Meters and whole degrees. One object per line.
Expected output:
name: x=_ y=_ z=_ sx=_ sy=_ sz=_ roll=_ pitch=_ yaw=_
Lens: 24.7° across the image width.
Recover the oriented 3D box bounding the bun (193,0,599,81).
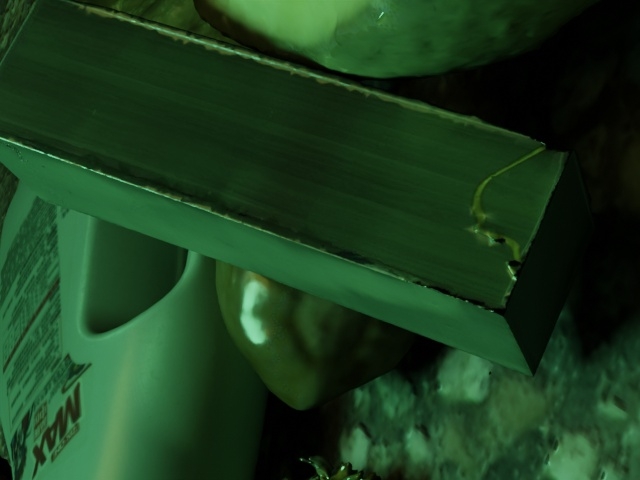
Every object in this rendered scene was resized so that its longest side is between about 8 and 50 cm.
bun: x=0.055 y=-0.248 z=0.660 sx=0.364 sy=0.202 sz=0.364 roll=23 pitch=116 yaw=59

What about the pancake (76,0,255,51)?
pancake: x=-0.078 y=-0.137 z=0.879 sx=0.241 sy=0.050 sz=0.242 roll=-16 pitch=34 yaw=11

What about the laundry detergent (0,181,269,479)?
laundry detergent: x=-0.106 y=0.084 z=0.859 sx=0.264 sy=0.124 sz=0.398 roll=-49 pitch=33 yaw=32

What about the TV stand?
TV stand: x=-0.018 y=-0.029 z=0.659 sx=0.269 sy=0.088 sz=0.083 roll=20 pitch=74 yaw=23

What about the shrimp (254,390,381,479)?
shrimp: x=-0.009 y=0.119 z=0.796 sx=0.178 sy=0.034 sz=0.124 roll=134 pitch=144 yaw=-54

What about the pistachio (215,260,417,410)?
pistachio: x=0.000 y=0.000 z=0.763 sx=0.126 sy=0.108 sz=0.186 roll=107 pitch=167 yaw=-53

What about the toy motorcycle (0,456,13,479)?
toy motorcycle: x=-0.316 y=0.300 z=1.155 sx=0.401 sy=0.134 sz=0.207 roll=-49 pitch=38 yaw=37
